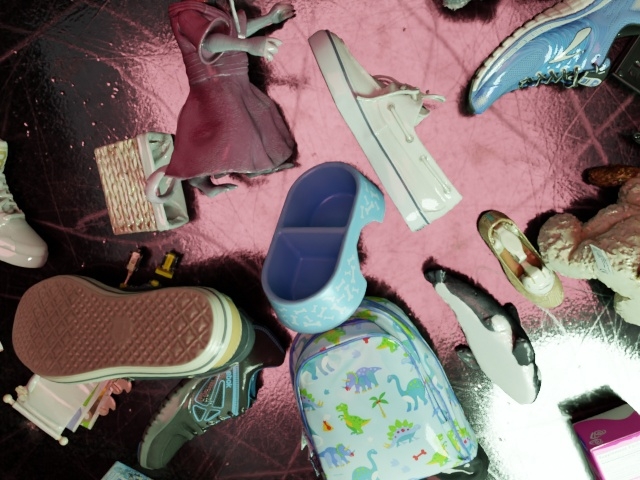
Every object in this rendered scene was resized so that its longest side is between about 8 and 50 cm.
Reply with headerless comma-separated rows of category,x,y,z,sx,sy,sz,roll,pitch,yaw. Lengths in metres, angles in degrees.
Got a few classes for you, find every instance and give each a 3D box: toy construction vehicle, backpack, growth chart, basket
toy construction vehicle,-0.312,0.055,1.224,0.086,0.035,0.098,21,101,-9
backpack,0.088,0.266,1.124,0.290,0.273,0.355,-18,82,14
growth chart,-0.464,0.274,1.265,0.172,0.021,0.237,43,98,-2
basket,-0.308,-0.096,1.163,0.103,0.113,0.167,-9,96,10

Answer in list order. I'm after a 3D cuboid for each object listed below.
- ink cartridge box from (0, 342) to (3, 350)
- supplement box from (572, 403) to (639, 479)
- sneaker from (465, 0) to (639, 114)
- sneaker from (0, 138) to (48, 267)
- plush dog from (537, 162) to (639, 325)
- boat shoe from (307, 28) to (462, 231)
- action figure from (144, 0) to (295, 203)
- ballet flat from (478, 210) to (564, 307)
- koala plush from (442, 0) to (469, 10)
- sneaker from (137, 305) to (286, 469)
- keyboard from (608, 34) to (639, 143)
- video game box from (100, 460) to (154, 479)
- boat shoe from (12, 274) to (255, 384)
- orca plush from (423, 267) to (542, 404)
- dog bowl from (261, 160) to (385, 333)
ink cartridge box,-0.714,0.195,1.252,0.198,0.067,0.115,-22,95,7
supplement box,0.538,0.413,1.155,0.114,0.111,0.220,-22,94,8
sneaker,0.382,-0.295,1.073,0.330,0.130,0.147,-33,91,8
sneaker,-0.583,-0.090,1.188,0.293,0.108,0.169,34,101,1
plush dog,0.523,-0.017,1.082,0.262,0.210,0.225,33,72,-2
boat shoe,0.127,-0.203,1.102,0.156,0.136,0.367,-30,97,8
action figure,-0.169,-0.272,1.082,0.276,0.248,0.370,-12,103,12
ballet flat,0.344,0.038,1.147,0.073,0.067,0.206,-42,92,7
koala plush,0.281,-0.455,1.042,0.221,0.196,0.203,-33,82,8
sneaker,-0.198,0.287,1.193,0.140,0.125,0.340,36,99,-2
keyboard,0.617,-0.202,1.111,0.317,0.033,0.201,34,89,1
video game box,-0.325,0.493,1.188,0.187,0.205,0.048,29,100,1
boat shoe,-0.329,0.155,1.137,0.500,0.156,0.186,-3,74,29
orca plush,0.295,0.145,1.174,0.287,0.102,0.151,44,143,8
dog bowl,0.000,0.000,1.083,0.166,0.074,0.297,1,60,29
